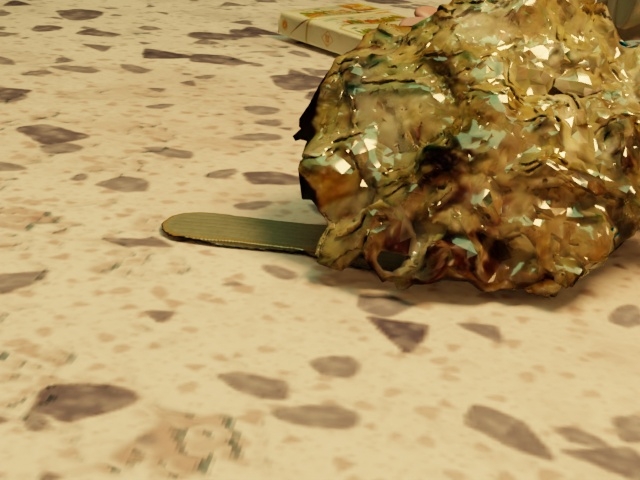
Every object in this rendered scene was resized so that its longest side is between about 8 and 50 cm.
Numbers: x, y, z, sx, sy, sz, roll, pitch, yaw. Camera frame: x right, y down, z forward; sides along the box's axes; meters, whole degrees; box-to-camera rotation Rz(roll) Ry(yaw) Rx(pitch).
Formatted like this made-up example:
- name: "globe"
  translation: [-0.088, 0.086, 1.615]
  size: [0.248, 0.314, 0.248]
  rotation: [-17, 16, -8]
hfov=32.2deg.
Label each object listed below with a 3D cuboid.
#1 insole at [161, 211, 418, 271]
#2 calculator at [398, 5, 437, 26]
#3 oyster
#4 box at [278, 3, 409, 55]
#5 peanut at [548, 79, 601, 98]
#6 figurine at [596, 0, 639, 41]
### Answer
- name: "insole"
  translation: [0.000, 0.000, 0.642]
  size: [0.188, 0.004, 0.064]
  rotation: [7, 20, 7]
- name: "calculator"
  translation: [0.121, -0.169, 1.018]
  size: [0.103, 0.024, 0.166]
  rotation: [7, 37, -14]
- name: "oyster"
  translation: [0.116, -0.057, 0.623]
  size: [0.259, 0.092, 0.198]
  rotation: [3, 61, -9]
- name: "box"
  translation: [0.070, -0.208, 1.149]
  size: [0.122, 0.032, 0.220]
  rotation: [-15, 29, -37]
- name: "peanut"
  translation: [0.186, -0.076, 0.732]
  size: [0.225, 0.108, 0.095]
  rotation: [16, 19, 24]
- name: "figurine"
  translation: [0.384, -0.148, 0.730]
  size: [0.381, 0.205, 0.224]
  rotation: [12, -9, -19]
